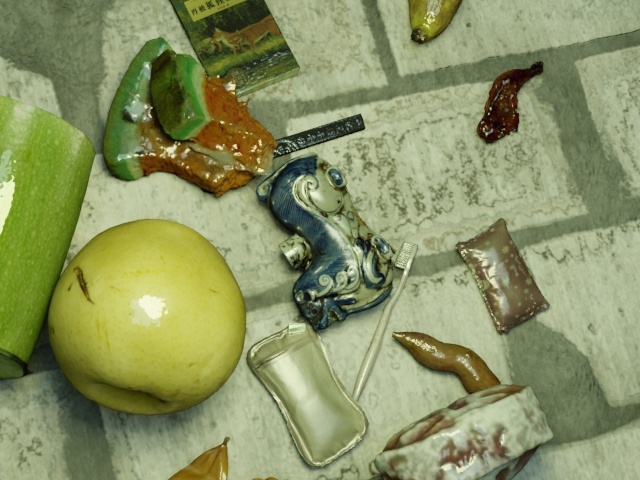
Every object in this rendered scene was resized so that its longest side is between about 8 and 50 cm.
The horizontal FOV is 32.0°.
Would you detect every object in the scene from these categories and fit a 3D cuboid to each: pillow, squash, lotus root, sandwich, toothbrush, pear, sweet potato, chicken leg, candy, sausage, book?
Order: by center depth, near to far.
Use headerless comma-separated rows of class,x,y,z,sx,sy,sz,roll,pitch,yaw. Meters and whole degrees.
sausage,-0.237,0.439,1.710,0.112,0.112,0.328,39,71,3
pear,-0.261,0.116,1.713,0.309,0.309,0.309,3,73,-9
squash,-0.519,-0.007,1.717,0.263,0.263,0.385,15,72,-6
candy,0.231,0.334,1.772,0.289,0.214,0.157,-22,80,-19
pillow,-0.019,0.250,1.844,0.130,0.038,0.233,-29,79,-15
sandwich,-0.212,-0.191,1.881,0.301,0.162,0.251,25,75,1
sweet potato,0.221,0.202,1.896,0.218,0.051,0.065,30,73,0
toothbrush,0.105,0.137,1.910,0.029,0.025,0.307,20,70,5
pillow,0.321,0.060,1.962,0.118,0.043,0.185,-25,79,-19
book,-0.157,-0.374,2.019,0.160,0.024,0.228,-24,80,-14
chicken leg,0.348,-0.265,2.065,0.093,0.053,0.205,34,76,-23
lotus root,0.207,-0.442,2.074,0.108,0.094,0.191,12,79,18

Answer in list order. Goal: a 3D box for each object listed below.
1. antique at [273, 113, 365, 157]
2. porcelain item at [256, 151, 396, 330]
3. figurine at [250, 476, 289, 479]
antique,-0.009,-0.186,1.992,0.192,0.015,0.031,-19,78,-15
porcelain item,0.000,0.000,1.887,0.186,0.138,0.288,-32,86,-4
figurine,-0.108,0.494,1.611,0.224,0.382,0.205,29,112,19
